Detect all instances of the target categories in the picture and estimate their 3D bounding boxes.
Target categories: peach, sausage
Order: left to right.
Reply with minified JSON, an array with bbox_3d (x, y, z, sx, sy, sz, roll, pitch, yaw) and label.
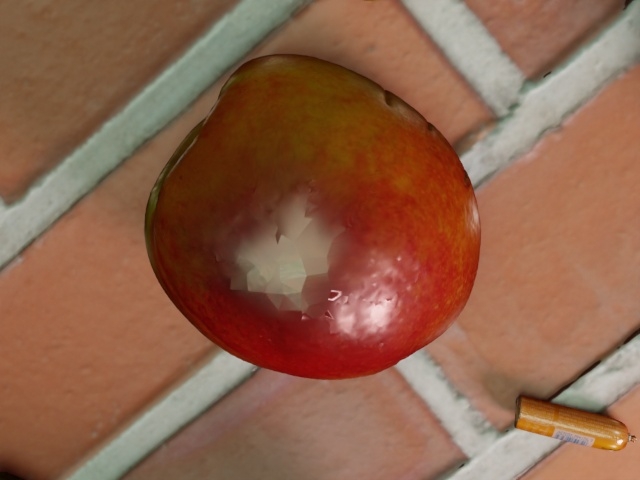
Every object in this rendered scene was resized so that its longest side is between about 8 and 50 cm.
[{"bbox_3d":[0.000,0.000,0.945,0.274,0.245,0.249,28,130,-10],"label":"peach"},{"bbox_3d":[0.223,0.162,1.026,0.107,0.031,0.031,14,101,2],"label":"sausage"}]

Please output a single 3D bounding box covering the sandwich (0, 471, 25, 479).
[{"bbox_3d":[-0.258,0.329,1.086,0.235,0.079,0.159,40,112,1],"label":"sandwich"}]
